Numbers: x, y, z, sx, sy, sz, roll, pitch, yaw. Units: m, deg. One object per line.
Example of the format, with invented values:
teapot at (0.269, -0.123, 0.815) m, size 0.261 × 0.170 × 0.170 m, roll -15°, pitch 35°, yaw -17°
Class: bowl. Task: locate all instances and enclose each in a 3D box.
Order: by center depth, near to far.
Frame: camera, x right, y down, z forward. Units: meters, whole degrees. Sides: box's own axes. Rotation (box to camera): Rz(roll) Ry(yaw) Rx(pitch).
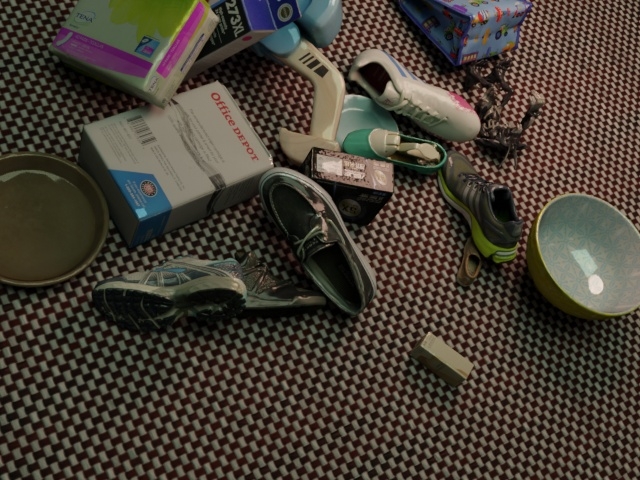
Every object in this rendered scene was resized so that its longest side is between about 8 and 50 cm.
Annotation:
bowl at (0.560, 0.058, 1.956) m, size 0.289 × 0.156 × 0.289 m, roll 10°, pitch 60°, yaw -17°

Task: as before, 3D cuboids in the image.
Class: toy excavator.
toy excavator at (-0.046, -0.432, 1.905) m, size 0.445 × 0.222 × 0.433 m, roll 38°, pitch 88°, yaw 10°

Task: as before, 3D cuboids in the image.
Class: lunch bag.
lunch bag at (0.334, -0.580, 2.220) m, size 0.221 × 0.138 × 0.293 m, roll -21°, pitch 50°, yaw -33°

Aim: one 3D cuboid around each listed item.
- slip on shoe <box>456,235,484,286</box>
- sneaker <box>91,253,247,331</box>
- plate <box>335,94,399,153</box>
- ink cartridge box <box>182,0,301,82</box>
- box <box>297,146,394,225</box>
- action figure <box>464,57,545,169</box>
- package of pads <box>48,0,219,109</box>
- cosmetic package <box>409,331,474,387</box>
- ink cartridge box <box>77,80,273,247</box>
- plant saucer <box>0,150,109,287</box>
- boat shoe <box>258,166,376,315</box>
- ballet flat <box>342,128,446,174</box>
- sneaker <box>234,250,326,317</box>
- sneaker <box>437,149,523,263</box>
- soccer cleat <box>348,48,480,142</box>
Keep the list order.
slip on shoe at (0.334, 0.039, 1.945) m, size 0.051 × 0.041 × 0.135 m, roll 31°, pitch 57°, yaw -4°
sneaker at (-0.274, 0.088, 1.636) m, size 0.283 × 0.110 × 0.122 m, roll -1°, pitch 41°, yaw 0°
plate at (0.089, -0.246, 2.009) m, size 0.188 × 0.024 × 0.188 m, roll 10°, pitch 60°, yaw -17°
ink cartridge box at (-0.222, -0.453, 1.793) m, size 0.069 × 0.371 × 0.175 m, roll -1°, pitch 73°, yaw -61°
box at (0.043, -0.110, 1.846) m, size 0.180 × 0.147 × 0.077 m, roll 10°, pitch 60°, yaw -17°
action figure at (0.432, -0.312, 2.112) m, size 0.164 × 0.141 × 0.275 m, roll 0°, pitch 61°, yaw -23°
package of pads at (-0.366, -0.412, 1.747) m, size 0.296 × 0.101 × 0.229 m, roll 25°, pitch 81°, yaw 30°
cosmetic package at (0.244, 0.241, 1.794) m, size 0.115 × 0.060 × 0.041 m, roll 36°, pitch 58°, yaw 1°
ink cartridge box at (-0.283, -0.154, 1.749) m, size 0.307 × 0.129 × 0.223 m, roll -25°, pitch 74°, yaw -30°
plant saucer at (-0.532, -0.037, 1.639) m, size 0.278 × 0.041 × 0.278 m, roll 8°, pitch 63°, yaw -15°
boat shoe at (0.000, 0.000, 1.730) m, size 0.335 × 0.121 × 0.119 m, roll 50°, pitch 16°, yaw -10°
ballet flat at (0.172, -0.205, 1.953) m, size 0.247 × 0.087 × 0.083 m, roll 10°, pitch 70°, yaw -24°
sneaker at (-0.099, 0.082, 1.724) m, size 0.227 × 0.087 × 0.130 m, roll 2°, pitch 69°, yaw -15°
sneaker at (0.363, -0.098, 1.966) m, size 0.111 × 0.121 × 0.300 m, roll -12°, pitch 55°, yaw -28°
soccer cleat at (0.206, -0.314, 2.027) m, size 0.331 × 0.116 × 0.143 m, roll 34°, pitch 34°, yaw 6°
